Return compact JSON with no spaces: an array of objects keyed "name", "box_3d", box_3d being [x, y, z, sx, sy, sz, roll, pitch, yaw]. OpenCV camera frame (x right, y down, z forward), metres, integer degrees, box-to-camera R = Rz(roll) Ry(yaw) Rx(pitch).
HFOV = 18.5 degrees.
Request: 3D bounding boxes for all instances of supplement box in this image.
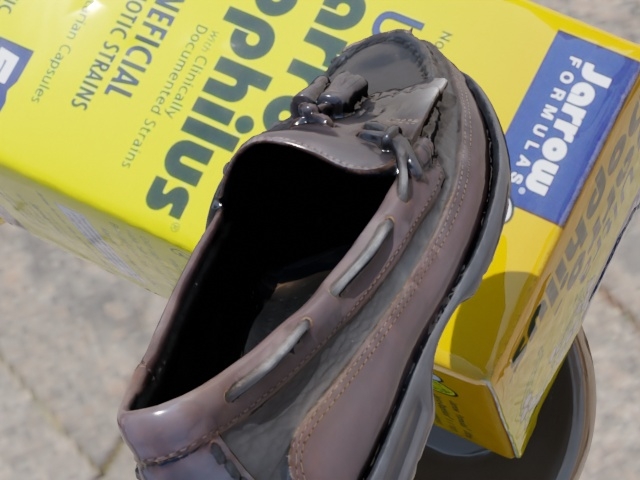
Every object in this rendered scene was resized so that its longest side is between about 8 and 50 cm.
[{"name":"supplement box","box_3d":[-0.015,-0.053,1.087,0.356,0.195,0.194,24,79,16]}]

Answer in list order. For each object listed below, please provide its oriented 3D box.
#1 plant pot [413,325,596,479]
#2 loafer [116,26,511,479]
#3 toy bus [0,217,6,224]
[{"name":"plant pot","box_3d":[0.075,0.098,1.281,0.237,0.110,0.237,0,90,26]},{"name":"loafer","box_3d":[0.000,0.000,0.739,0.109,0.302,0.095,-18,123,28]},{"name":"toy bus","box_3d":[-0.328,-0.120,1.667,0.220,0.149,0.211,63,157,4]}]
